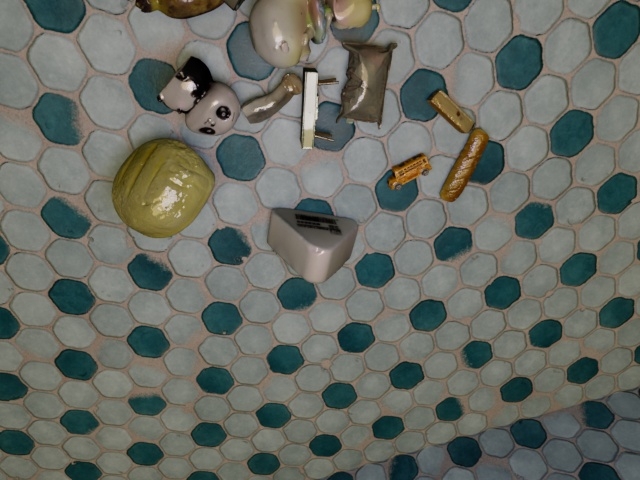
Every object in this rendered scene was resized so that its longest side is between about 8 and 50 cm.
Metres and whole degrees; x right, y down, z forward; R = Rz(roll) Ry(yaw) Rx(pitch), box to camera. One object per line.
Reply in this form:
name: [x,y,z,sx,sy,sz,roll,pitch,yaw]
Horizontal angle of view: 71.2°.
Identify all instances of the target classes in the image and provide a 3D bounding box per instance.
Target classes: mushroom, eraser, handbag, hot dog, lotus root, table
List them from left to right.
lotus root: [-0.371,-0.718,1.250,0.314,0.141,0.169,-27,108,-10]
mushroom: [-0.152,-0.452,1.432,0.223,0.081,0.092,-23,148,23]
table: [-0.006,-0.428,1.458,0.111,0.121,0.240,1,117,-6]
eraser: [0.000,0.000,1.630,0.331,0.331,0.150,10,114,-11]
handbag: [0.138,-0.501,1.435,0.182,0.117,0.270,4,111,-11]
hot dog: [0.521,-0.269,1.628,0.088,0.061,0.286,17,113,-1]

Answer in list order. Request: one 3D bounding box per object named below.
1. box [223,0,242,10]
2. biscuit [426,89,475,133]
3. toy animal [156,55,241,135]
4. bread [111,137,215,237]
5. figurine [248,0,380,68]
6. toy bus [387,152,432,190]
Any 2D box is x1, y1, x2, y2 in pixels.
box: [-0.212,-0.802,1.186,0.198,0.084,0.310,37,76,-21]
biscuit: [0.450,-0.441,1.535,0.188,0.052,0.056,34,97,-21]
toy animal: [-0.364,-0.435,1.393,0.187,0.165,0.235,-32,117,31]
bread: [-0.511,-0.169,1.440,0.320,0.320,0.237,-40,133,14]
figurine: [-0.016,-0.663,1.292,0.394,0.226,0.274,-17,145,-8]
toy bus: [0.311,-0.248,1.610,0.162,0.069,0.074,-27,116,7]
